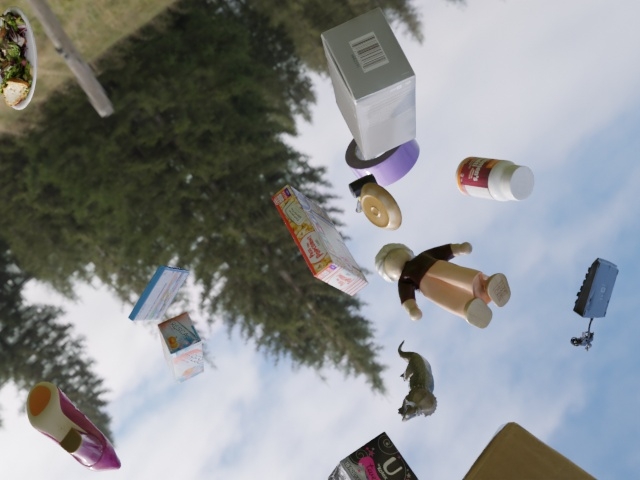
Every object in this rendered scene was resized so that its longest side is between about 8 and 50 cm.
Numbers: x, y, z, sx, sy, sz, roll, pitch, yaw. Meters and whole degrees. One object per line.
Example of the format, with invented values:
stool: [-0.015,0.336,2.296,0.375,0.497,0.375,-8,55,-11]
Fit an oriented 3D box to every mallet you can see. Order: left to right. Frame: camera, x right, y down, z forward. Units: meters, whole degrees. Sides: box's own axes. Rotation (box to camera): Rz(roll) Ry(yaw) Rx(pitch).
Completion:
mallet: [0.085,-0.095,1.835,0.062,0.039,0.190,-23,165,-14]

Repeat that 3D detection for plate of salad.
plate of salad: [-0.610,-0.359,1.590,0.048,0.200,0.199,-9,175,-41]

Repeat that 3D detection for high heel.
high heel: [-0.464,0.349,1.517,0.244,0.117,0.082,22,-109,43]

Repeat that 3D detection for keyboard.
keyboard: [0.567,0.137,1.687,0.033,0.317,0.202,17,-87,28]

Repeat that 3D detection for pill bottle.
pill bottle: [0.510,-0.179,2.366,0.121,0.121,0.221,-43,-151,-19]

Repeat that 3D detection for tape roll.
tape roll: [0.165,-0.235,2.158,0.188,0.080,0.189,-25,-142,21]

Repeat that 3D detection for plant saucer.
plant saucer: [0.086,-0.047,1.209,0.015,0.083,0.083,-37,-165,-28]

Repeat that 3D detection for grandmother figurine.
grandmother figurine: [0.239,0.074,1.694,0.207,0.104,0.342,-38,-149,-22]

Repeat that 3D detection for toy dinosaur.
toy dinosaur: [0.283,0.407,2.314,0.160,0.120,0.314,111,-9,-46]

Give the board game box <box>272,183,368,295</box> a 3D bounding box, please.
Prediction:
board game box: [0.000,0.000,1.505,0.045,0.146,0.194,-38,-123,13]

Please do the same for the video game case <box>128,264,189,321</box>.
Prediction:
video game case: [-0.317,0.106,1.594,0.119,0.015,0.166,-59,172,-1]

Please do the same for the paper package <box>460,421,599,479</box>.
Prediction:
paper package: [0.421,0.585,1.661,0.325,0.309,0.168,-53,161,-9]

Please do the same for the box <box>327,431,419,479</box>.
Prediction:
box: [0.154,0.600,1.879,0.142,0.247,0.163,-29,159,-25]

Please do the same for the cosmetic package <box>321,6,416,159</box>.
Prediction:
cosmetic package: [0.079,-0.229,1.226,0.107,0.127,0.238,-25,163,-3]

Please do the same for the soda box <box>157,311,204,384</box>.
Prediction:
soda box: [-0.246,0.194,1.434,0.058,0.063,0.183,-23,159,-16]
